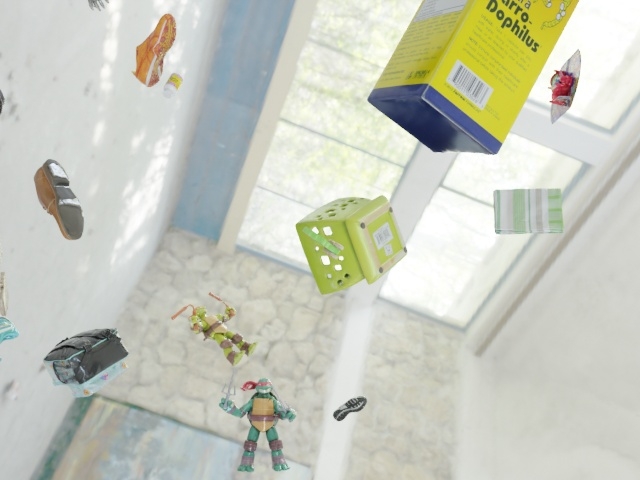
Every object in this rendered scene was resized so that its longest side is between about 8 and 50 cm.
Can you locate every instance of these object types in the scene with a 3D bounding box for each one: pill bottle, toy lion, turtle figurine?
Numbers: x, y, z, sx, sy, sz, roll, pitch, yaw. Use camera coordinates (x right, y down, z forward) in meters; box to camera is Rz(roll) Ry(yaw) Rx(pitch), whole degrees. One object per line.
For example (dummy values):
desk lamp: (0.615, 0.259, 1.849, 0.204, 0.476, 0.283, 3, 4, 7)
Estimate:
pill bottle: (-0.462, -0.482, 2.248, 0.043, 0.043, 0.083, 117, -7, -55)
toy lion: (0.000, 0.000, 1.598, 0.034, 0.096, 0.100, -55, -168, -1)
turtle figurine: (-0.131, 0.402, 1.640, 0.118, 0.175, 0.234, 21, 66, -74)
turtle figurine: (-0.292, 0.252, 1.998, 0.087, 0.217, 0.269, -53, 165, 15)

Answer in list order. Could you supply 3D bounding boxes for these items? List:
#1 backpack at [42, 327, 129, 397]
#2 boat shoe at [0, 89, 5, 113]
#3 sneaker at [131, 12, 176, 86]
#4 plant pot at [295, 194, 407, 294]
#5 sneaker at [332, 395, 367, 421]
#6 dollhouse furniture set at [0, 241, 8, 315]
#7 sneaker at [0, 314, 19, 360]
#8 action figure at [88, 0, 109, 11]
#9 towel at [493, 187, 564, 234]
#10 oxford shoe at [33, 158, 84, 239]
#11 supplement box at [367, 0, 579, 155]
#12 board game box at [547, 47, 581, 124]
backpack: (-0.584, 0.300, 1.785, 0.166, 0.189, 0.144, -39, 117, -47)
boat shoe: (-0.754, -0.315, 1.611, 0.103, 0.092, 0.285, -50, -124, 48)
sneaker: (-0.343, -0.390, 1.460, 0.175, 0.067, 0.064, -53, 176, 38)
plant pot: (0.100, 0.002, 2.008, 0.207, 0.227, 0.228, -9, -163, 42)
sneaker: (0.079, 0.427, 1.865, 0.109, 0.040, 0.044, -35, 179, 29)
dollhouse furniture set: (-0.893, 0.071, 1.644, 0.198, 0.304, 0.286, -127, -144, -57)
sneaker: (-0.923, 0.315, 1.941, 0.107, 0.110, 0.275, -35, -160, 46)
action figure: (-0.433, -0.553, 1.496, 0.276, 0.164, 0.140, 5, 74, -54)
towel: (0.471, -0.069, 1.639, 0.023, 0.152, 0.113, 57, 34, -67)
oxford shoe: (-0.611, -0.082, 1.676, 0.076, 0.212, 0.076, -34, 158, 19)
supplement box: (0.282, -0.357, 1.322, 0.356, 0.195, 0.194, -61, -154, -5)
board game box: (0.500, -0.325, 1.514, 0.168, 0.033, 0.133, 101, -1, -82)
